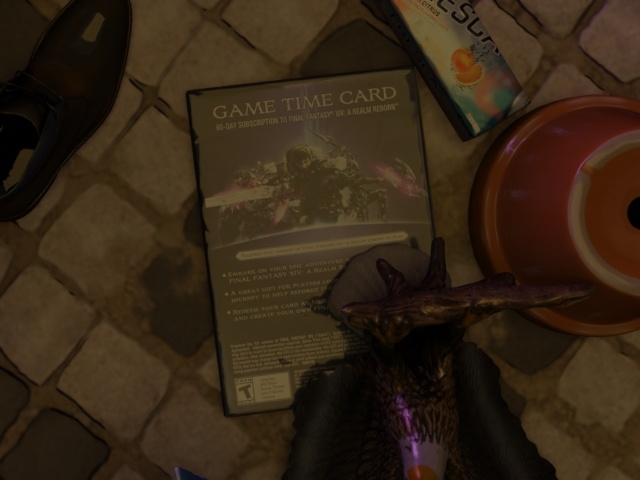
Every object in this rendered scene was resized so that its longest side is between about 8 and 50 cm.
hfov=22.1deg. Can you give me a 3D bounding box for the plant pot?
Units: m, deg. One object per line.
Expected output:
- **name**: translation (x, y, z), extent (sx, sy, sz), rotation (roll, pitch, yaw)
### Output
- **plant pot**: translation (0.237, -0.021, 1.317), extent (0.205, 0.188, 0.205), rotation (0, 89, -6)

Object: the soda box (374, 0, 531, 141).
- **soda box**: translation (0.099, -0.174, 1.366), extent (0.058, 0.063, 0.183), rotation (-33, 93, -5)

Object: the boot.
- **boot**: translation (-0.212, -0.112, 1.311), extent (0.082, 0.106, 0.219), rotation (27, 87, -5)

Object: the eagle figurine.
- **eagle figurine**: translation (0.081, 0.166, 1.300), extent (0.226, 0.225, 0.298), rotation (17, 125, 31)

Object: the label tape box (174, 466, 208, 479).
- **label tape box**: translation (-0.094, 0.312, 1.170), extent (0.115, 0.348, 0.249), rotation (-14, 74, 4)

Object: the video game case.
- **video game case**: translation (0.000, 0.000, 1.374), extent (0.196, 0.026, 0.274), rotation (-7, 90, -6)
